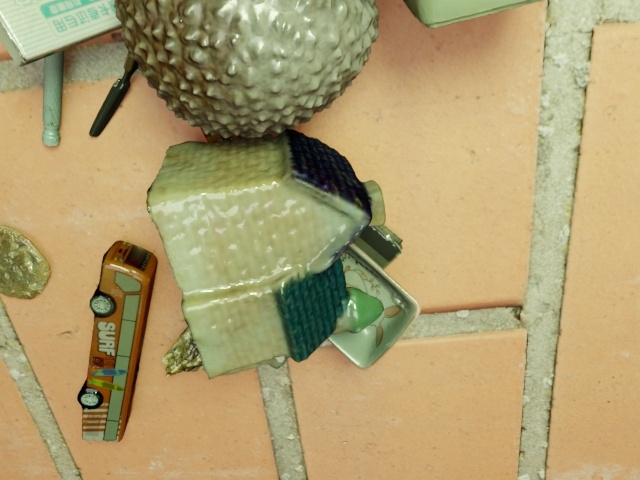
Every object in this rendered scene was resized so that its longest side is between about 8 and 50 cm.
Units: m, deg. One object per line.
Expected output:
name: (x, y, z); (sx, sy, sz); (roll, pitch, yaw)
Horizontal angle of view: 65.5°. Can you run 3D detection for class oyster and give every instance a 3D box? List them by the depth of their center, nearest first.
oyster: (-0.212, 0.196, 0.915); (0.165, 0.053, 0.108); (-44, 117, 12)

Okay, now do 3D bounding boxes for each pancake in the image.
pancake: (-0.547, 0.042, 0.869); (0.151, 0.025, 0.152); (1, 115, 1)

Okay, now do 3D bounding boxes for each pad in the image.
pad: (0.000, 0.000, 0.829); (0.233, 0.022, 0.174); (36, 113, -12)

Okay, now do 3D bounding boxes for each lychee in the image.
lychee: (-0.081, -0.248, 0.571); (0.299, 0.300, 0.300); (1, 115, 2)

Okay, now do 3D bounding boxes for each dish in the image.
dish: (0.040, 0.075, 0.801); (0.234, 0.064, 0.154); (42, 114, 12)

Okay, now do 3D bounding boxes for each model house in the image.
model house: (-0.050, 0.011, 0.691); (0.284, 0.243, 0.299); (-9, 121, 3)

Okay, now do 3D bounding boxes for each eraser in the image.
eraser: (-0.284, -0.298, 0.602); (0.052, 0.225, 0.096); (4, 127, 50)

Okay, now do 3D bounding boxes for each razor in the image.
razor: (-0.381, -0.238, 0.703); (0.068, 0.106, 0.232); (20, 124, -7)

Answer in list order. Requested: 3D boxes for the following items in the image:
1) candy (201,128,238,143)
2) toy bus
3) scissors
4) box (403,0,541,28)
candy: (-0.153, -0.172, 0.738); (0.053, 0.046, 0.182); (-14, 113, 16)
toy bus: (-0.371, 0.194, 0.898); (0.092, 0.093, 0.409); (13, 116, -12)
scissors: (-0.283, -0.226, 0.714); (0.017, 0.088, 0.220); (43, 121, -6)
box: (0.163, -0.349, 0.510); (0.220, 0.291, 0.166); (-12, 126, 9)
